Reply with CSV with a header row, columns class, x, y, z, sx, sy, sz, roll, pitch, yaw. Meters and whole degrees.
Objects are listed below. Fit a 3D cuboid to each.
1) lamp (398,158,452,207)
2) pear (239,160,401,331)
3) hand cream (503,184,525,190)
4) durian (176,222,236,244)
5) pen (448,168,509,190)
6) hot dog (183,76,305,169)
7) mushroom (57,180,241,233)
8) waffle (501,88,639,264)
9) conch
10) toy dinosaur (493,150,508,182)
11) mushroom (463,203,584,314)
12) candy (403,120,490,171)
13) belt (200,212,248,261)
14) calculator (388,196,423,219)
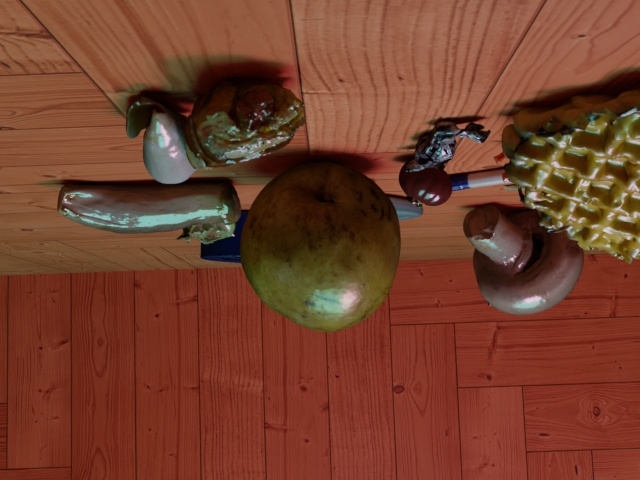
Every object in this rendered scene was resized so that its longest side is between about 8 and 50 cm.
class,x,y,z,sx,sy,sz,roll,pitch,yaw
lamp,0.187,-0.103,1.593,0.101,0.090,0.101,30,-167,-8
pear,0.000,0.000,1.608,0.303,0.304,0.304,-2,173,0
hand cream,0.437,-0.112,1.884,0.102,0.022,0.035,-1,176,40
durian,-0.245,-0.043,1.912,0.086,0.100,0.215,-9,177,28
pen,0.354,-0.123,1.710,0.269,0.033,0.033,-7,172,31
hot dog,-0.103,-0.149,1.121,0.146,0.103,0.213,-21,-174,-22
mushroom,-0.329,-0.070,1.738,0.351,0.095,0.123,-2,154,-7
waffle,0.464,-0.080,1.271,0.382,0.095,0.379,0,145,43
conch,-0.216,-0.136,1.198,0.094,0.104,0.176,-25,166,10
toy dinosaur,0.343,-0.137,1.490,0.101,0.055,0.279,-25,170,0
mushroom,0.487,0.021,2.203,0.292,0.293,0.290,-7,142,37
candy,0.193,-0.144,1.419,0.094,0.051,0.226,-3,174,-15
belt,-0.137,-0.003,2.231,0.346,0.117,0.212,6,170,-41
calculator,0.115,-0.068,2.046,0.184,0.042,0.295,-8,172,41
